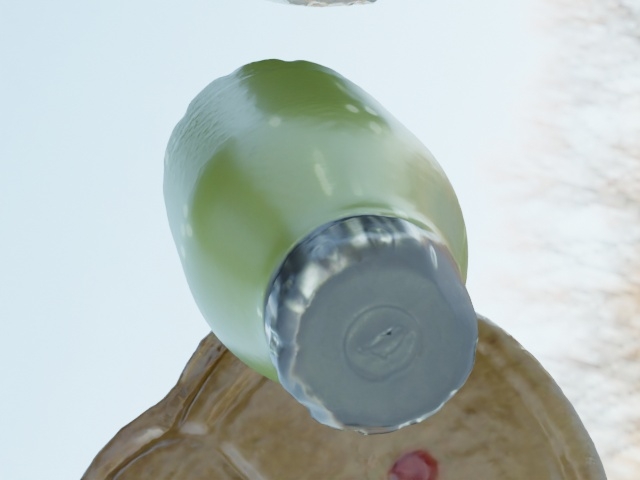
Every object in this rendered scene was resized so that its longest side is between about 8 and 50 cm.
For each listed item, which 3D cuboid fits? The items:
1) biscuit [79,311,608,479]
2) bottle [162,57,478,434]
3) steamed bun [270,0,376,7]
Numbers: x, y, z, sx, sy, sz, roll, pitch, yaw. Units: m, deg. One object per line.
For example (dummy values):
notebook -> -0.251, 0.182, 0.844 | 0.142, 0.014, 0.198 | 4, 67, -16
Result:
biscuit -> -0.017, 0.200, 0.958 | 0.381, 0.359, 0.074 | -32, -38, -3
bottle -> 0.000, 0.000, 0.682 | 0.260, 0.112, 0.112 | -121, 40, -72
steamed bun -> 0.006, -0.278, 0.983 | 0.283, 0.177, 0.283 | -26, -41, -25
